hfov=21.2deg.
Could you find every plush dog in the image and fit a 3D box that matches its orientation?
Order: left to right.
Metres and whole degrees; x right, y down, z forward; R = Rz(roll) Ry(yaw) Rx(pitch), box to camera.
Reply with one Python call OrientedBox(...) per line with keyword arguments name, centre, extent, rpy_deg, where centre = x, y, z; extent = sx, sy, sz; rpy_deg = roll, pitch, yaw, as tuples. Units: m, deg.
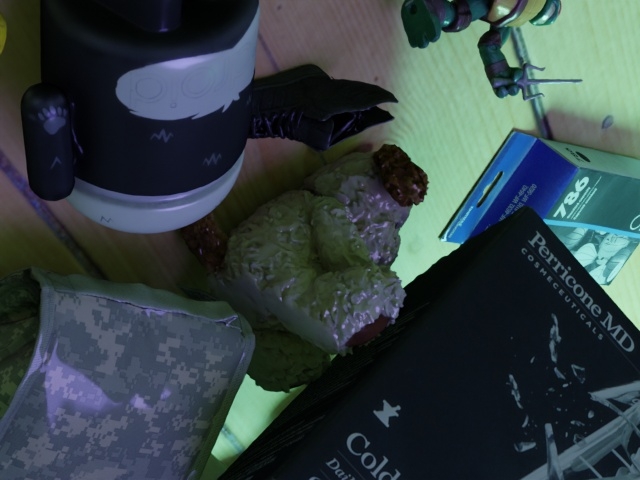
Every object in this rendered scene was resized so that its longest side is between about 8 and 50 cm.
OrientedBox(name="plush dog", centre=(0.000, 0.000, 1.701), extent=(0.225, 0.210, 0.262), rpy_deg=(-42, 180, -30))

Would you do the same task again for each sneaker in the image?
OrientedBox(name="sneaker", centre=(-0.020, -0.115, 1.588), extent=(0.170, 0.089, 0.051), rpy_deg=(-25, 143, -28))

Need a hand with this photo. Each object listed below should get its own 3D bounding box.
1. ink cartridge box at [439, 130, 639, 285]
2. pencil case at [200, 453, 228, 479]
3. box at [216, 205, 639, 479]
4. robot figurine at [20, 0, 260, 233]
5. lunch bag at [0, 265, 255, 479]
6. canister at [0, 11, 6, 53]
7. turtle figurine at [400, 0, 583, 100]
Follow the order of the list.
OrientedBox(name="ink cartridge box", centre=(0.295, -0.032, 2.063), extent=(0.333, 0.065, 0.165), rpy_deg=(6, 123, -50))
OrientedBox(name="pencil case", centre=(-0.233, 0.378, 1.828), extent=(0.410, 0.183, 0.160), rpy_deg=(-34, 158, -18))
OrientedBox(name="box", centre=(0.170, 0.313, 1.720), extent=(0.472, 0.480, 0.297), rpy_deg=(-44, -176, -41))
OrientedBox(name="robot figurine", centre=(-0.140, -0.135, 1.360), extent=(0.209, 0.173, 0.278), rpy_deg=(-5, 136, -13))
OrientedBox(name="lunch bag", centre=(-0.220, 0.149, 1.560), extent=(0.235, 0.169, 0.287), rpy_deg=(16, 116, -37))
OrientedBox(name="canister", centre=(-0.325, -0.150, 1.224), extent=(0.126, 0.073, 0.170), rpy_deg=(-50, 146, 9))
OrientedBox(name="turtle figurine", centre=(0.190, -0.228, 1.668), extent=(0.234, 0.118, 0.175), rpy_deg=(2, 119, -46))
